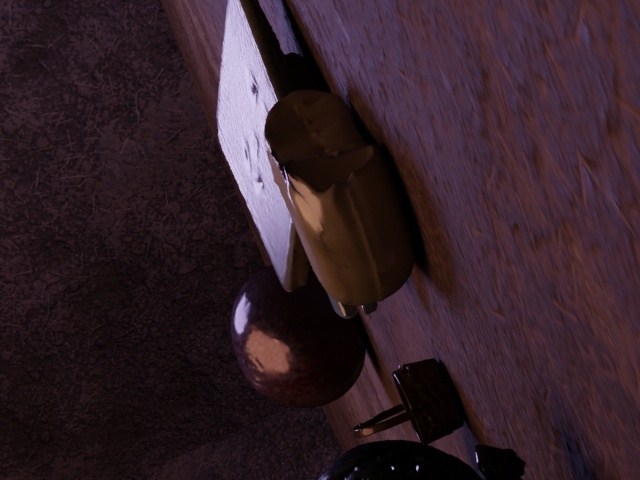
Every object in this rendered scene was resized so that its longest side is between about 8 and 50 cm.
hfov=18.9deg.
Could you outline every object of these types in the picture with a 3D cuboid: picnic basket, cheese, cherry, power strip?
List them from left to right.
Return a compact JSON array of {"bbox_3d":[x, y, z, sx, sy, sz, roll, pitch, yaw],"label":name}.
[{"bbox_3d":[-0.024,-0.087,1.555,0.213,0.064,0.198,98,152,-57],"label":"power strip"},{"bbox_3d":[-0.024,0.115,2.179,0.176,0.140,0.176,162,90,-72],"label":"cherry"},{"bbox_3d":[0.023,0.002,1.377,0.249,0.070,0.163,71,175,-46],"label":"cheese"},{"bbox_3d":[0.064,0.132,1.498,0.072,0.083,0.072,156,90,-87],"label":"picnic basket"}]

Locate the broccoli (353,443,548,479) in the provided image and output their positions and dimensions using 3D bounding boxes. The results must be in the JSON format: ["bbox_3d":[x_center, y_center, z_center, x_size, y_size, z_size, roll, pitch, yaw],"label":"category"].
[{"bbox_3d":[0.084,0.283,1.050,0.283,0.304,0.321,4,-120,-60],"label":"broccoli"}]

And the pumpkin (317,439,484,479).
[{"bbox_3d":[0.067,0.264,1.517,0.220,0.162,0.220,17,109,60],"label":"pumpkin"}]

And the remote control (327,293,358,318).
[{"bbox_3d":[0.000,0.000,1.990,0.065,0.029,0.166,-127,15,-78],"label":"remote control"}]
